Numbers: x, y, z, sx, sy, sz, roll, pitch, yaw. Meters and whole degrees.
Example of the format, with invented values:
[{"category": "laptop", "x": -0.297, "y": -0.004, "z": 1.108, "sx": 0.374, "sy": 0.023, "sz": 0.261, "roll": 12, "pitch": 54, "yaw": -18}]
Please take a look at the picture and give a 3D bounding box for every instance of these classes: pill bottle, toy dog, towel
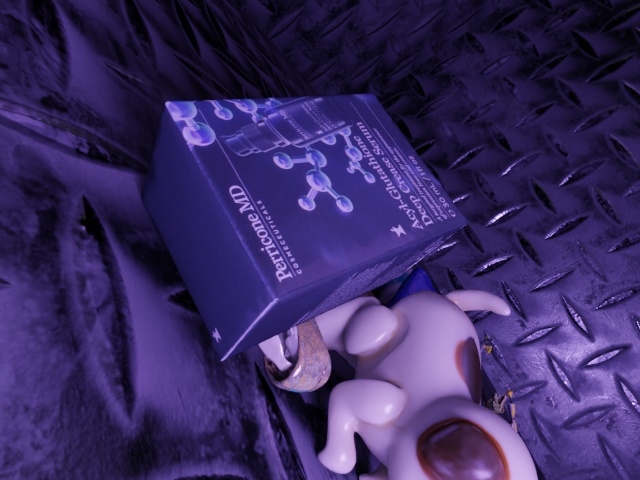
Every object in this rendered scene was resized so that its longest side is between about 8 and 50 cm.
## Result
[{"category": "pill bottle", "x": 0.277, "y": 0.176, "z": 1.494, "sx": 0.146, "sy": 0.146, "sz": 0.264, "roll": 54, "pitch": 17, "yaw": -12}, {"category": "toy dog", "x": 0.191, "y": 0.292, "z": 0.706, "sx": 0.408, "sy": 0.396, "sz": 0.284, "roll": -103, "pitch": 167, "yaw": -61}, {"category": "towel", "x": 0.260, "y": 0.255, "z": 1.209, "sx": 0.227, "sy": 0.076, "sz": 0.308, "roll": 51, "pitch": 56, "yaw": -7}]

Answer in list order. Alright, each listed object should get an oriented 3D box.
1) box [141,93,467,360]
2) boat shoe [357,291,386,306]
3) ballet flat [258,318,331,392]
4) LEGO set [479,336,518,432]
[{"category": "box", "x": -0.021, "y": -0.049, "z": 0.665, "sx": 0.396, "sy": 0.212, "sz": 0.293, "roll": -19, "pitch": 70, "yaw": -39}, {"category": "boat shoe", "x": 0.212, "y": 0.240, "z": 1.288, "sx": 0.302, "sy": 0.098, "sz": 0.109, "roll": 51, "pitch": 19, "yaw": -21}, {"category": "ballet flat", "x": -0.088, "y": 0.094, "z": 0.733, "sx": 0.123, "sy": 0.123, "sz": 0.348, "roll": 25, "pitch": 37, "yaw": -60}, {"category": "LEGO set", "x": 0.349, "y": 0.370, "z": 0.900, "sx": 0.192, "sy": 0.254, "sz": 0.331, "roll": 8, "pitch": 33, "yaw": -8}]
